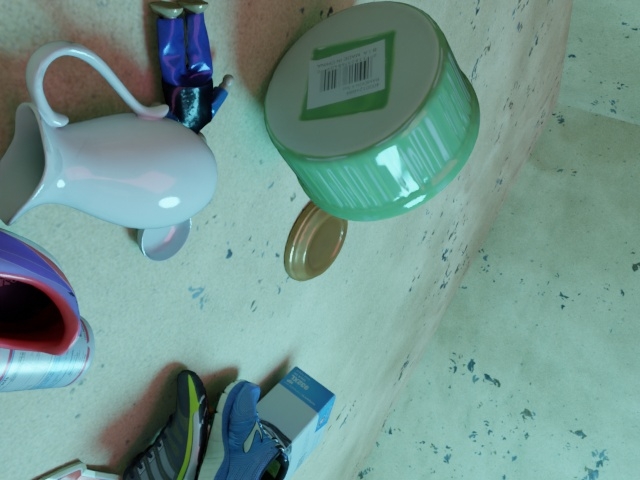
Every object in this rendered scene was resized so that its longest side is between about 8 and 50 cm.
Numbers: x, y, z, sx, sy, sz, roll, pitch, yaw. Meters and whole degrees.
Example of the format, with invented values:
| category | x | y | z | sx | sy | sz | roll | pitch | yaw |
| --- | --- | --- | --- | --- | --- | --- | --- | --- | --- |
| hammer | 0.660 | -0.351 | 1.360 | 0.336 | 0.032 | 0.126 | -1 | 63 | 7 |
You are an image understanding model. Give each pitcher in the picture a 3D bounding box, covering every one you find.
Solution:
| category | x | y | z | sx | sy | sz | roll | pitch | yaw |
| --- | --- | --- | --- | --- | --- | --- | --- | --- | --- |
| pitcher | -0.204 | -0.097 | 0.524 | 0.207 | 0.125 | 0.177 | -2 | 124 | -50 |

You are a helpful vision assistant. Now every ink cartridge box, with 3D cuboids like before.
| category | x | y | z | sx | sy | sz | roll | pitch | yaw |
| --- | --- | --- | --- | --- | --- | --- | --- | --- | --- |
| ink cartridge box | -0.119 | 0.474 | 1.156 | 0.307 | 0.129 | 0.223 | -36 | 150 | -44 |

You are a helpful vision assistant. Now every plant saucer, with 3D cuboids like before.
| category | x | y | z | sx | sy | sz | roll | pitch | yaw |
| --- | --- | --- | --- | --- | --- | --- | --- | --- | --- |
| plant saucer | 0.000 | 0.000 | 1.073 | 0.200 | 0.037 | 0.200 | -43 | 147 | -37 |

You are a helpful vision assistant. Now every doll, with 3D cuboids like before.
| category | x | y | z | sx | sy | sz | roll | pitch | yaw |
| --- | --- | --- | --- | --- | --- | --- | --- | --- | --- |
| doll | -0.156 | -0.187 | 0.617 | 0.129 | 0.046 | 0.189 | -34 | 141 | -43 |

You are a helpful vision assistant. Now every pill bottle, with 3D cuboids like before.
| category | x | y | z | sx | sy | sz | roll | pitch | yaw |
| --- | --- | --- | --- | --- | --- | --- | --- | --- | --- |
| pill bottle | -0.328 | 0.114 | 0.530 | 0.087 | 0.087 | 0.160 | -64 | 153 | 0 |

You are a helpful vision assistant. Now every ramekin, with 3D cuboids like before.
| category | x | y | z | sx | sy | sz | roll | pitch | yaw |
| --- | --- | --- | --- | --- | --- | --- | --- | --- | --- |
| ramekin | 0.065 | -0.194 | 0.742 | 0.303 | 0.303 | 0.148 | -60 | 145 | -8 |

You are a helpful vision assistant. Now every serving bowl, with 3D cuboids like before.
| category | x | y | z | sx | sy | sz | roll | pitch | yaw |
| --- | --- | --- | --- | --- | --- | --- | --- | --- | --- |
| serving bowl | -0.215 | -0.014 | 0.686 | 0.083 | 0.027 | 0.083 | -41 | 145 | -37 |

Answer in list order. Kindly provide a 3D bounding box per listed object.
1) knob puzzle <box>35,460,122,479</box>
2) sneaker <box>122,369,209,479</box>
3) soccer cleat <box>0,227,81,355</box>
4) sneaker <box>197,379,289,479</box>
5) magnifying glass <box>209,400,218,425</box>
| category | x | y | z | sx | sy | sz | roll | pitch | yaw |
| --- | --- | --- | --- | --- | --- | --- | --- | --- | --- |
| knob puzzle | -0.384 | 0.415 | 0.720 | 0.213 | 0.030 | 0.213 | -30 | 126 | -52 |
| sneaker | -0.261 | 0.367 | 0.849 | 0.111 | 0.121 | 0.300 | 139 | -40 | -81 |
| soccer cleat | -0.324 | 0.008 | 0.370 | 0.108 | 0.116 | 0.318 | -58 | 139 | -5 |
| sneaker | -0.132 | 0.384 | 0.904 | 0.330 | 0.147 | 0.129 | -92 | -167 | -63 |
| magnifying glass | -0.211 | 0.346 | 1.016 | 0.092 | 0.026 | 0.231 | -60 | 152 | -8 |
